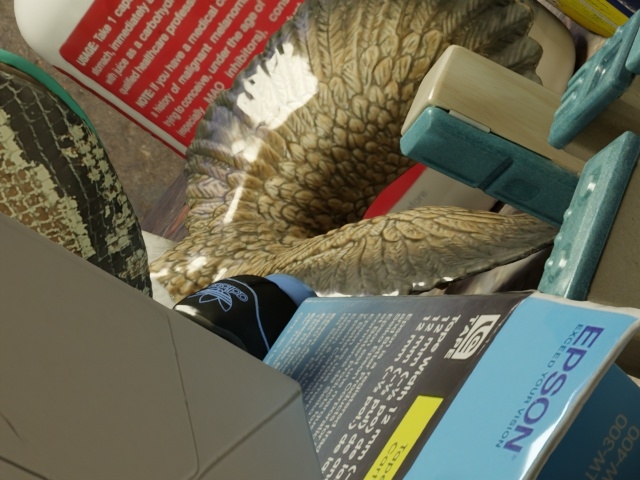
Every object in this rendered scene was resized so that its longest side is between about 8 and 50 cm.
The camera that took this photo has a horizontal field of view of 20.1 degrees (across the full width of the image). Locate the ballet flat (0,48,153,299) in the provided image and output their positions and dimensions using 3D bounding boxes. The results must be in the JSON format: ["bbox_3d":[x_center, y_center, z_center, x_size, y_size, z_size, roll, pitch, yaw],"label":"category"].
[{"bbox_3d":[-0.176,0.108,0.886,0.483,0.164,0.182,111,169,-59],"label":"ballet flat"}]

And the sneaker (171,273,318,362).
[{"bbox_3d":[-0.058,0.130,0.917,0.090,0.081,0.232,-6,-74,-56],"label":"sneaker"}]

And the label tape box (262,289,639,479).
[{"bbox_3d":[0.017,0.149,0.697,0.249,0.115,0.347,-57,14,-11],"label":"label tape box"}]

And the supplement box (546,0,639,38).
[{"bbox_3d":[0.170,-0.236,1.027,0.194,0.195,0.356,-53,10,7],"label":"supplement box"}]

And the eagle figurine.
[{"bbox_3d":[0.007,-0.002,1.047,0.225,0.226,0.298,-34,-16,-53],"label":"eagle figurine"}]

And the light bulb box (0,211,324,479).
[{"bbox_3d":[-0.164,0.223,0.450,0.361,0.225,0.358,-40,41,20],"label":"light bulb box"}]

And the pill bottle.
[{"bbox_3d":[-0.052,-0.165,1.206,0.229,0.407,0.229,-52,10,14],"label":"pill bottle"}]

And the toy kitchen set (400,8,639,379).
[{"bbox_3d":[0.098,-0.015,0.789,0.166,0.122,0.207,-66,5,-21],"label":"toy kitchen set"}]
